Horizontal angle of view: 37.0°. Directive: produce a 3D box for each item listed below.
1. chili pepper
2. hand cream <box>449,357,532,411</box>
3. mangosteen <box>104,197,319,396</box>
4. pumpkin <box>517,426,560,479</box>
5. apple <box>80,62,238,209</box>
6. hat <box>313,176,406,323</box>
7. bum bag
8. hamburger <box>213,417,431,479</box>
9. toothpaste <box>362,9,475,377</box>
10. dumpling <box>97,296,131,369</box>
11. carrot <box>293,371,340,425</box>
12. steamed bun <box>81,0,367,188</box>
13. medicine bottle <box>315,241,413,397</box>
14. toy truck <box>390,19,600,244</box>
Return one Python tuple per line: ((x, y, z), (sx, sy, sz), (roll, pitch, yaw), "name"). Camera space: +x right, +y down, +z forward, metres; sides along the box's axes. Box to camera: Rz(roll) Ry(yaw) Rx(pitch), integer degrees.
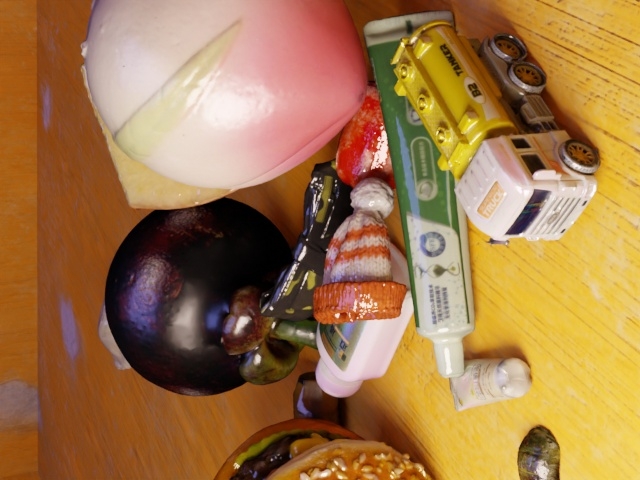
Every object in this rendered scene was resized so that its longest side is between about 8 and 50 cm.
((0.061, -0.095, 1.115), (0.086, 0.084, 0.192), (-120, 39, -57), "chili pepper")
((0.170, 0.146, 1.006), (0.143, 0.039, 0.061), (149, 112, -66), "hand cream")
((-0.160, 0.085, 1.360), (0.313, 0.297, 0.297), (-141, 50, -66), "mangosteen")
((0.213, 0.227, 0.943), (0.050, 0.028, 0.083), (-8, 92, 62), "pumpkin")
((-0.146, -0.206, 1.298), (0.314, 0.309, 0.252), (-104, -6, -45), "apple")
((0.047, 0.008, 1.048), (0.112, 0.093, 0.162), (-13, 73, 52), "hat")
((0.000, 0.000, 1.197), (0.060, 0.106, 0.232), (42, 117, 43), "bum bag")
((0.004, 0.351, 1.124), (0.225, 0.291, 0.291), (-166, 72, -68), "hamburger")
((0.115, -0.048, 1.021), (0.061, 0.098, 0.392), (3, -100, -78), "toothpaste")
((-0.409, 0.170, 2.069), (0.250, 0.132, 0.162), (-71, 24, 14), "dumpling")
((-0.005, 0.314, 1.356), (0.070, 0.070, 0.260), (23, 117, 60), "carrot")
((-0.080, -0.189, 1.043), (0.309, 0.309, 0.309), (22, 115, 61), "steamed bun")
((0.049, 0.105, 1.187), (0.115, 0.078, 0.219), (60, 145, 38), "medicine bottle")
((0.154, -0.103, 0.892), (0.227, 0.114, 0.098), (66, 148, 32), "toy truck")
